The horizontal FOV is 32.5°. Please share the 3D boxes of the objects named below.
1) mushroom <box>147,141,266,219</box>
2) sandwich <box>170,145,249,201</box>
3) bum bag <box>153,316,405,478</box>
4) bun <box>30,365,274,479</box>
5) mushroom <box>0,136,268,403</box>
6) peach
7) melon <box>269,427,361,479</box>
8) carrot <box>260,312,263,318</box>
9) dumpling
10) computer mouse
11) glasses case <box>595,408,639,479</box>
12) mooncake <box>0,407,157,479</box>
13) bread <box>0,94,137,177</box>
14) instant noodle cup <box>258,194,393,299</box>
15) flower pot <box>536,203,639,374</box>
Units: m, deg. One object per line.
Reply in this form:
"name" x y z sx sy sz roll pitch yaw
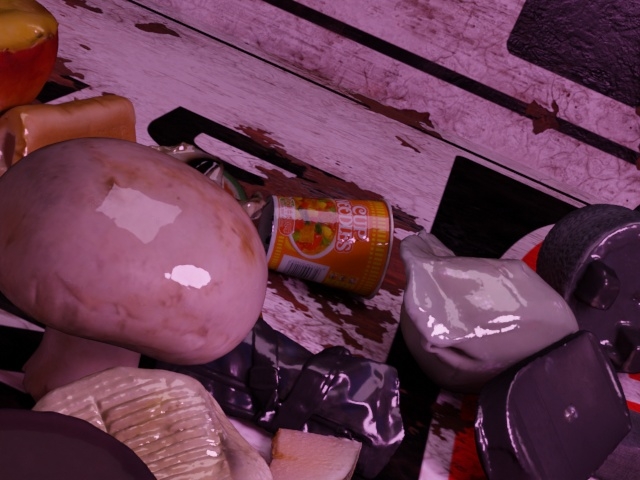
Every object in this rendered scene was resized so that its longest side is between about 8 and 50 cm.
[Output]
"mushroom" -0.186 -0.013 1.494 0.248 0.129 0.344 -8 31 -23
"sandwich" -0.203 -0.065 1.762 0.235 0.079 0.159 29 30 28
"bum bag" -0.044 0.162 1.276 0.310 0.137 0.074 23 -24 -3
"bun" -0.155 0.219 0.970 0.230 0.145 0.229 2 51 -2
"mushroom" -0.211 0.050 1.116 0.298 0.290 0.297 24 11 -5
"peach" -0.575 -0.263 1.597 0.306 0.242 0.380 39 21 27
"melon" -0.019 0.255 1.151 0.098 0.054 0.182 19 19 3
"carrot" -0.107 0.101 1.437 0.066 0.066 0.314 15 22 -22
"dumpling" 0.214 0.115 1.533 0.270 0.211 0.320 28 -21 26
"computer mouse" 0.284 0.228 1.390 0.295 0.087 0.168 -22 90 -44
"glasses case" 0.498 0.317 1.536 0.323 0.074 0.131 21 21 -6
"mooncake" -0.225 0.249 0.746 0.283 0.141 0.283 10 34 -7
"bread" -0.387 -0.147 1.678 0.091 0.141 0.305 -3 8 26
"instant noodle cup" 0.000 0.000 1.715 0.185 0.168 0.168 10 22 -14
"flower pot" 0.543 0.084 1.893 0.299 0.299 0.283 19 12 -11
